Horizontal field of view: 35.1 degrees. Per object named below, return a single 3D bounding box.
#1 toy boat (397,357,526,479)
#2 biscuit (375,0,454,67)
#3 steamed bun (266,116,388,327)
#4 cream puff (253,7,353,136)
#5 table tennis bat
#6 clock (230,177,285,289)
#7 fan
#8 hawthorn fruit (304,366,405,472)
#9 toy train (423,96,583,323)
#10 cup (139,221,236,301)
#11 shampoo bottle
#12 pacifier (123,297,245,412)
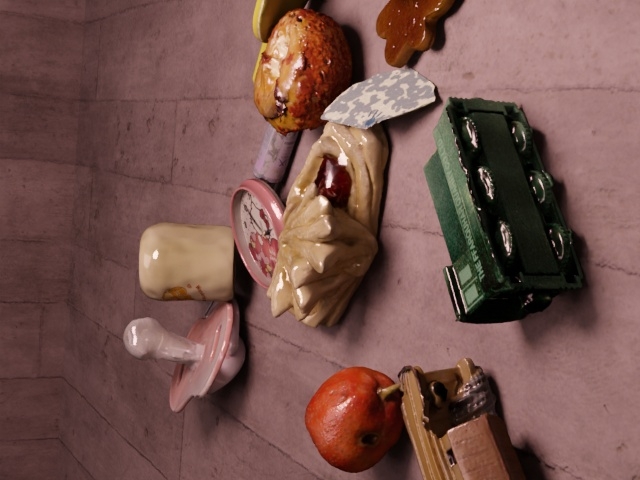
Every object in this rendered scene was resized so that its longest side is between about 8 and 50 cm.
[{"bbox_3d":[0.235,0.368,1.377,0.162,0.136,0.445,-51,49,54],"label":"toy boat"},{"bbox_3d":[0.164,-0.390,1.641,0.236,0.039,0.180,-53,39,47],"label":"biscuit"},{"bbox_3d":[0.000,0.000,1.781,0.247,0.189,0.428,50,131,41],"label":"steamed bun"},{"bbox_3d":[-0.029,-0.306,1.869,0.240,0.164,0.240,-36,44,44],"label":"cream puff"},{"bbox_3d":[-0.073,-0.438,1.967,0.054,0.224,0.369,33,140,11],"label":"table tennis bat"},{"bbox_3d":[-0.111,-0.009,2.071,0.244,0.056,0.244,44,144,44],"label":"clock"},{"bbox_3d":[0.100,-0.236,1.692,0.240,0.009,0.131,-2,55,41],"label":"fan"},{"bbox_3d":[0.091,0.256,1.638,0.285,0.165,0.165,-49,46,36],"label":"hawthorn fruit"},{"bbox_3d":[0.231,-0.035,1.395,0.178,0.138,0.330,124,139,-52],"label":"toy train"},{"bbox_3d":[-0.289,0.038,2.252,0.255,0.202,0.173,-96,8,-75],"label":"cup"},{"bbox_3d":[-0.091,-0.182,2.073,0.072,0.072,0.214,56,134,48],"label":"shampoo bottle"},{"bbox_3d":[-0.290,0.252,2.270,0.332,0.273,0.220,-38,71,55],"label":"pacifier"}]
